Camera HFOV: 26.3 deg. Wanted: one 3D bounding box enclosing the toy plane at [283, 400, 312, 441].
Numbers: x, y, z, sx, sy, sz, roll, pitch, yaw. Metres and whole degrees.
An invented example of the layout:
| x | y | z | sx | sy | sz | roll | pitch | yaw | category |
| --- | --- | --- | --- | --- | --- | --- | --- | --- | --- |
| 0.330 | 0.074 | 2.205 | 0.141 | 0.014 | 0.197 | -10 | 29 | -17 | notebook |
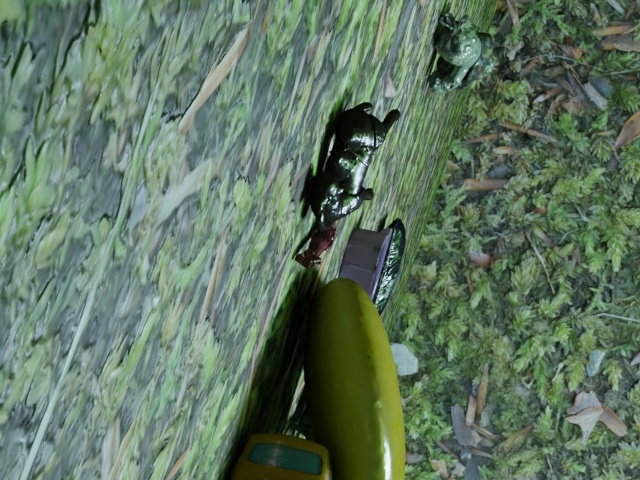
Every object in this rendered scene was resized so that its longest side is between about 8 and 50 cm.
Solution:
| x | y | z | sx | sy | sz | roll | pitch | yaw | category |
| --- | --- | --- | --- | --- | --- | --- | --- | --- | --- |
| 0.009 | 0.265 | 2.011 | 0.155 | 0.106 | 0.381 | -61 | 179 | 7 | toy plane |

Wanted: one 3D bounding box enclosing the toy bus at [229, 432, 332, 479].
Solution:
| x | y | z | sx | sy | sz | roll | pitch | yaw | category |
| --- | --- | --- | --- | --- | --- | --- | --- | --- | --- |
| -0.047 | 0.300 | 1.546 | 0.209 | 0.126 | 0.136 | 94 | 7 | -62 | toy bus |

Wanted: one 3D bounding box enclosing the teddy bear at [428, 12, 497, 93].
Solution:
| x | y | z | sx | sy | sz | roll | pitch | yaw | category |
| --- | --- | --- | --- | --- | --- | --- | --- | --- | --- |
| 0.250 | -0.318 | 2.359 | 0.213 | 0.111 | 0.133 | 74 | 30 | -80 | teddy bear |

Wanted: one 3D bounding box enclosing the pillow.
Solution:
| x | y | z | sx | sy | sz | roll | pitch | yaw | category |
| --- | --- | --- | --- | --- | --- | --- | --- | --- | --- |
| 0.106 | 0.065 | 2.439 | 0.141 | 0.055 | 0.208 | -81 | -171 | -81 | pillow |

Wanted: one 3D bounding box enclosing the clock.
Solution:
| x | y | z | sx | sy | sz | roll | pitch | yaw | category |
| --- | --- | --- | --- | --- | --- | --- | --- | --- | --- |
| 0.060 | 0.047 | 2.026 | 0.110 | 0.050 | 0.152 | -60 | 166 | -61 | clock |

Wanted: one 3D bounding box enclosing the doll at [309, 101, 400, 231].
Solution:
| x | y | z | sx | sy | sz | roll | pitch | yaw | category |
| --- | --- | --- | --- | --- | --- | --- | --- | --- | --- |
| 0.027 | -0.077 | 1.459 | 0.165 | 0.057 | 0.139 | -31 | 141 | -73 | doll |

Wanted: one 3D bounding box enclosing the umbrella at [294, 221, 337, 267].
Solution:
| x | y | z | sx | sy | sz | roll | pitch | yaw | category |
| --- | --- | --- | --- | --- | --- | --- | --- | --- | --- |
| 0.000 | 0.000 | 1.536 | 0.025 | 0.027 | 0.165 | -48 | -175 | 20 | umbrella |

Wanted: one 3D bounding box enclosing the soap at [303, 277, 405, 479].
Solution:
| x | y | z | sx | sy | sz | roll | pitch | yaw | category |
| --- | --- | --- | --- | --- | --- | --- | --- | --- | --- |
| 0.039 | 0.199 | 1.693 | 0.427 | 0.115 | 0.306 | 123 | -36 | -86 | soap |
